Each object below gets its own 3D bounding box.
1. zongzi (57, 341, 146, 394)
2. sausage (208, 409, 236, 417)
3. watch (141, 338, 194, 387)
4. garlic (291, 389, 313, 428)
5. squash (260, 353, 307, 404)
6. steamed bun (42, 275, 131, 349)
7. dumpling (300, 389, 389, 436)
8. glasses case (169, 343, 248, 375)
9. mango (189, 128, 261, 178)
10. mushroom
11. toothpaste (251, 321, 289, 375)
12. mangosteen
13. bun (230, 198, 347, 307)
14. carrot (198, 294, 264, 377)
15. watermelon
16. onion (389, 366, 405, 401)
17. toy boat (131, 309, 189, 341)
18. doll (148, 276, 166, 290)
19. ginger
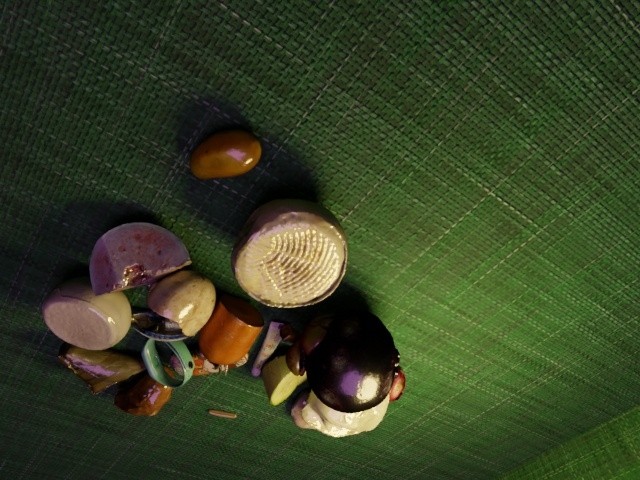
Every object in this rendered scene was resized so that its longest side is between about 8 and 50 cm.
[{"bbox_3d":[-0.819,0.447,1.820,0.289,0.123,0.260,-23,125,2],"label":"zongzi"},{"bbox_3d":[-0.456,0.806,2.185,0.132,0.024,0.024,16,126,-17],"label":"sausage"},{"bbox_3d":[-0.590,0.452,1.806,0.195,0.068,0.237,-15,98,24],"label":"watch"},{"bbox_3d":[-0.033,0.797,2.152,0.217,0.110,0.228,17,126,-21],"label":"garlic"},{"bbox_3d":[-0.127,0.556,1.917,0.220,0.133,0.220,-18,138,-17],"label":"squash"},{"bbox_3d":[-0.776,0.233,1.599,0.283,0.177,0.283,5,129,6],"label":"steamed bun"},{"bbox_3d":[0.125,0.668,1.961,0.315,0.233,0.395,38,105,-12],"label":"dumpling"},{"bbox_3d":[-0.444,0.467,1.871,0.321,0.082,0.122,-13,123,9],"label":"glasses case"},{"bbox_3d":[-0.270,-0.234,1.308,0.227,0.099,0.136,-16,132,21],"label":"mango"},{"bbox_3d":[-0.449,0.182,1.554,0.189,0.195,0.254,-46,155,-15],"label":"mushroom"},{"bbox_3d":[-0.213,0.436,1.883,0.056,0.058,0.314,39,123,18],"label":"toothpaste"},{"bbox_3d":[0.065,0.428,1.699,0.435,0.382,0.382,4,130,7],"label":"mangosteen"},{"bbox_3d":[-0.096,0.023,1.454,0.364,0.202,0.364,-3,124,-5],"label":"bun"},{"bbox_3d":[-0.335,0.336,1.703,0.193,0.214,0.331,32,115,0],"label":"carrot"},{"bbox_3d":[-0.571,0.045,1.500,0.321,0.175,0.188,-16,87,-5],"label":"watermelon"},{"bbox_3d":[0.286,0.609,2.022,0.140,0.150,0.150,5,142,43],"label":"onion"},{"bbox_3d":[-0.563,0.293,1.699,0.262,0.114,0.115,1,139,-1],"label":"toy boat"},{"bbox_3d":[-0.574,0.156,1.640,0.057,0.039,0.114,-9,126,-41],"label":"doll"},{"bbox_3d":[-0.729,0.643,1.948,0.321,0.172,0.165,-31,162,19],"label":"ginger"}]
